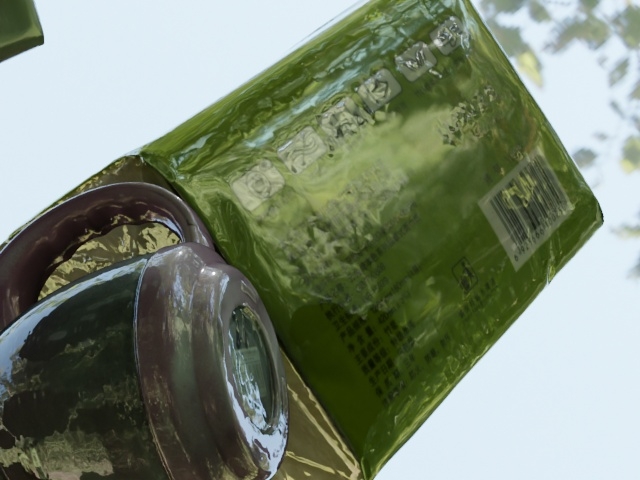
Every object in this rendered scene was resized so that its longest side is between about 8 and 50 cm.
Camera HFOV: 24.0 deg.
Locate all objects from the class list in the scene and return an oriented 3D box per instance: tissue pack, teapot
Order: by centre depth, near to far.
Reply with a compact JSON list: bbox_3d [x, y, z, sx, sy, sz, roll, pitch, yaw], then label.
[{"bbox_3d":[-0.098,0.054,0.638,0.146,0.116,0.148,-13,-88,15],"label":"teapot"},{"bbox_3d":[0.000,0.000,0.834,0.167,0.274,0.200,-29,-82,46],"label":"tissue pack"}]

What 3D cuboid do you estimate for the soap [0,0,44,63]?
[{"bbox_3d":[-0.244,-0.141,0.628,0.199,0.138,0.182,-33,-51,-39],"label":"soap"}]
